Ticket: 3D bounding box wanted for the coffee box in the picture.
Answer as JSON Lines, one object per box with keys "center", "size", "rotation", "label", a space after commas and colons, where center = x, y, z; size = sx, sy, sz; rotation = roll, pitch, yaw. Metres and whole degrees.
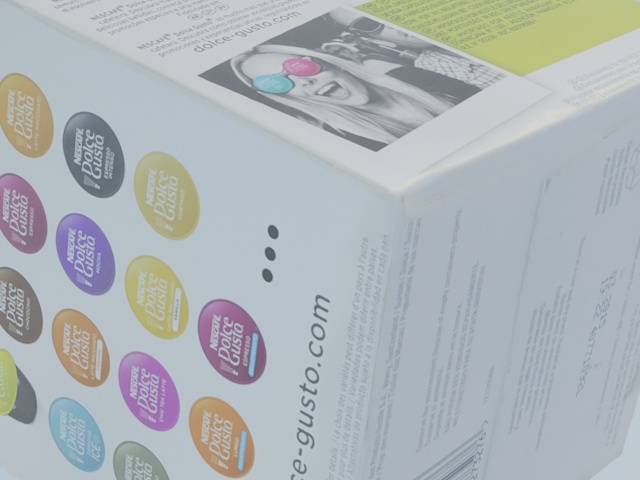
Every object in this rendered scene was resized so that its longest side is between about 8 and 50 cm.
{"center": [0.000, 0.000, 1.180], "size": [0.338, 0.334, 0.337], "rotation": [-27, -45, -44], "label": "coffee box"}
